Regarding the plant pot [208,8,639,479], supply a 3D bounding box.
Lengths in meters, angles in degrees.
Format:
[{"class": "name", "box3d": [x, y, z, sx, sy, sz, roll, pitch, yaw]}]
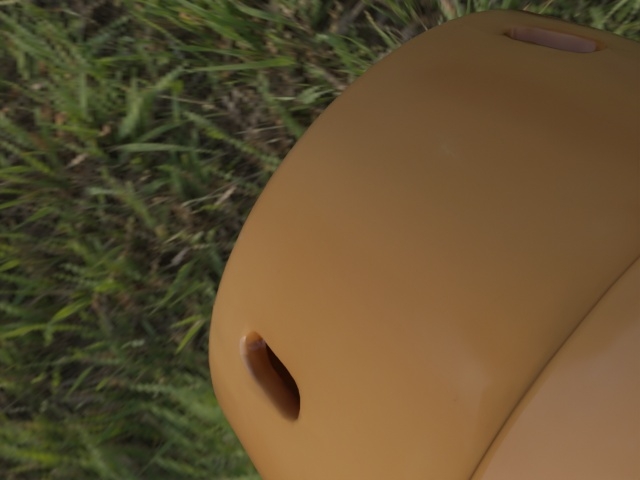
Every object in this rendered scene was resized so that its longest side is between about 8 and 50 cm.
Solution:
[{"class": "plant pot", "box3d": [0.099, 0.049, 0.587, 0.203, 0.291, 0.291, 40, 98, 32]}]
